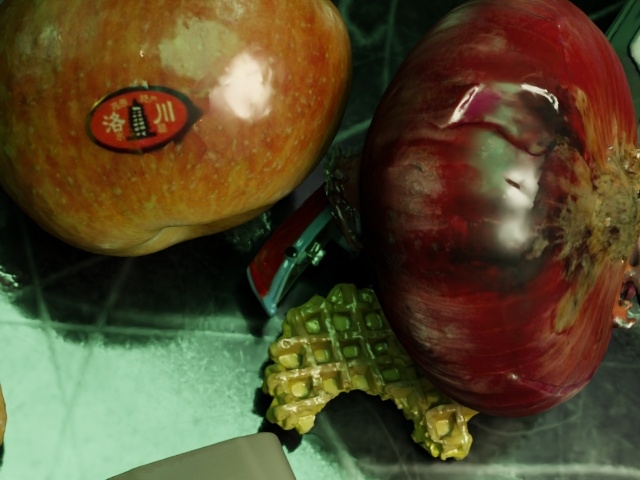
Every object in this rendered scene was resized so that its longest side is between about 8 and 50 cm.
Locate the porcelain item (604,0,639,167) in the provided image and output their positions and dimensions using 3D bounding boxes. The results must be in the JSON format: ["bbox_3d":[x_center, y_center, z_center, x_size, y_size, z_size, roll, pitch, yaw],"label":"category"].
[{"bbox_3d":[0.404,-0.154,1.771,0.281,0.157,0.286,33,81,-9],"label":"porcelain item"}]

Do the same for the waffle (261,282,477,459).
[{"bbox_3d":[0.047,0.118,1.696,0.194,0.051,0.149,22,68,-7],"label":"waffle"}]

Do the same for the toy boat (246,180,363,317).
[{"bbox_3d":[0.000,0.000,1.720,0.059,0.069,0.173,39,62,11],"label":"toy boat"}]

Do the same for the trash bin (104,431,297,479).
[{"bbox_3d":[-0.071,0.302,1.530,0.219,0.219,0.250,-15,67,-17],"label":"trash bin"}]

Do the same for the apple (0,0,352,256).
[{"bbox_3d":[-0.130,-0.108,1.634,0.309,0.277,0.250,2,79,24],"label":"apple"}]

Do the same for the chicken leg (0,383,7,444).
[{"bbox_3d":[-0.311,0.217,1.553,0.409,0.182,0.295,38,52,-2],"label":"chicken leg"}]

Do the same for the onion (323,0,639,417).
[{"bbox_3d":[0.125,-0.032,1.623,0.285,0.347,0.348,5,65,27],"label":"onion"}]
